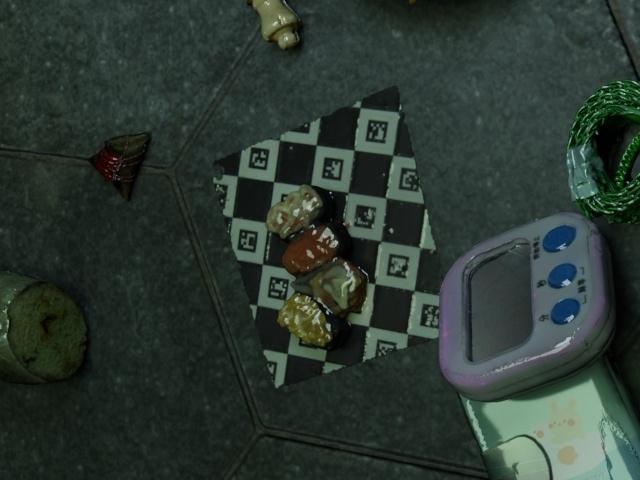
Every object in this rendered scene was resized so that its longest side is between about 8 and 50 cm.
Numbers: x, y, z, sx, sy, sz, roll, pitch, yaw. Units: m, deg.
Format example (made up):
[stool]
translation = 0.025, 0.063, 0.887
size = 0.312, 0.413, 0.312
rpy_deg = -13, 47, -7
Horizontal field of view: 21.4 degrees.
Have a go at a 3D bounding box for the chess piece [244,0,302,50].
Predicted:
[chess piece]
translation = -0.070, -0.297, 1.971
size = 0.060, 0.060, 0.172
rpy_deg = -33, 76, 23

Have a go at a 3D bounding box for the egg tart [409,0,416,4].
[egg tart]
translation = 0.110, -0.423, 1.831
size = 0.345, 0.132, 0.345
rpy_deg = -1, 87, 28

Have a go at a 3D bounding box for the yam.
[yam]
translation = -0.429, 0.105, 2.104
size = 0.254, 0.154, 0.154
rpy_deg = 2, 90, 31

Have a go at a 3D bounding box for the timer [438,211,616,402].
[timer]
translation = 0.214, 0.070, 1.748
size = 0.191, 0.069, 0.208
rpy_deg = -23, 38, 24

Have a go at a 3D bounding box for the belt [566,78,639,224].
[belt]
translation = 0.321, -0.086, 1.748
size = 0.121, 0.079, 0.151
rpy_deg = 14, 84, 37

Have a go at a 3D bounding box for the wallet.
[wallet]
translation = 0.259, 0.225, 1.770
size = 0.176, 0.075, 0.250
rpy_deg = -26, 76, 22

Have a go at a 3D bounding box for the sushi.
[sushi]
translation = 0.000, 0.000, 1.927
size = 0.264, 0.050, 0.290
rpy_deg = -19, 79, 26

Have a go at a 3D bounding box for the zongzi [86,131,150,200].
[zongzi]
translation = -0.243, -0.086, 2.068
size = 0.083, 0.067, 0.073
rpy_deg = -33, 85, 43
